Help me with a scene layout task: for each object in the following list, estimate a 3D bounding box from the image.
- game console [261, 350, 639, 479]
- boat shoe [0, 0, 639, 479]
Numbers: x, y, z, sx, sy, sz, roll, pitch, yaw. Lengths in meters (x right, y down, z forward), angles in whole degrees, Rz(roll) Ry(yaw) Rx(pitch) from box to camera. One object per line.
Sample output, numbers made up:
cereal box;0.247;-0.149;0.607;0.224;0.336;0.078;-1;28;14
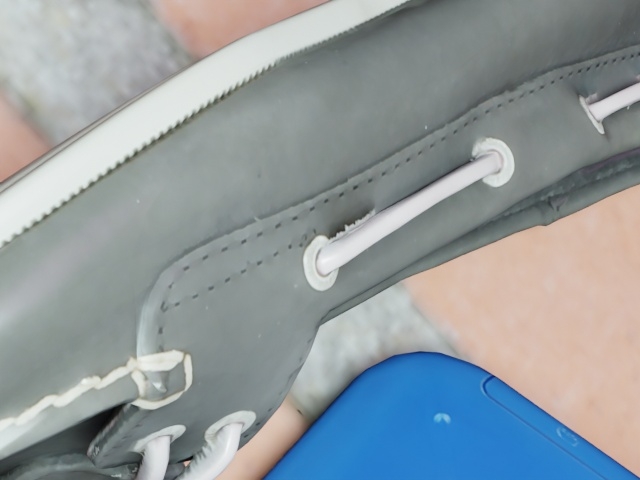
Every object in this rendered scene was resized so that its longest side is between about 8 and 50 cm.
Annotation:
game console;0.025;0.220;0.450;0.250;0.173;0.293;35;55;15
boat shoe;0.000;0.000;0.439;0.335;0.112;0.095;-36;94;-38
